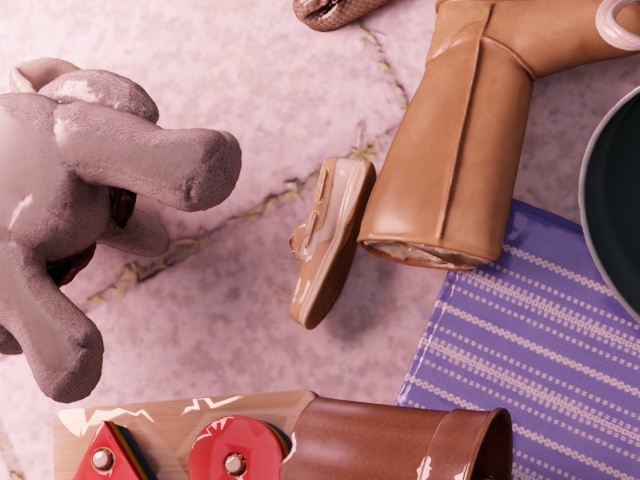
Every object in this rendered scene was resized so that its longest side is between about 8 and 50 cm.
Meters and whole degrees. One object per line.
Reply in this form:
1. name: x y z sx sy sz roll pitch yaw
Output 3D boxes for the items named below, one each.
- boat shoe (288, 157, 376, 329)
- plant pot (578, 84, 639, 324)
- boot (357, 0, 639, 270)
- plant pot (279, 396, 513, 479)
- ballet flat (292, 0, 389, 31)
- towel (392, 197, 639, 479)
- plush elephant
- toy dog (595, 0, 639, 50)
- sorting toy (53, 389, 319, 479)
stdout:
1. boat shoe: 0.000 0.000 1.392 0.059 0.063 0.170 16 73 18
2. plant pot: 0.387 -0.052 1.214 0.293 0.293 0.196 32 46 17
3. boot: 0.175 -0.101 1.332 0.236 0.089 0.269 4 67 32
4. plant pot: 0.061 0.209 1.254 0.165 0.167 0.167 9 80 19
5. ballet flat: 0.082 -0.282 1.431 0.250 0.058 0.084 -29 74 5
6. towel: 0.193 0.148 1.333 0.243 0.040 0.336 23 86 14
7. plush elephant: -0.244 -0.038 1.370 0.330 0.255 0.272 29 95 9
8. toy dog: 0.374 -0.297 1.240 0.333 0.161 0.220 -7 53 -1
9. sorting toy: -0.128 0.268 1.345 0.257 0.089 0.255 -6 77 12
